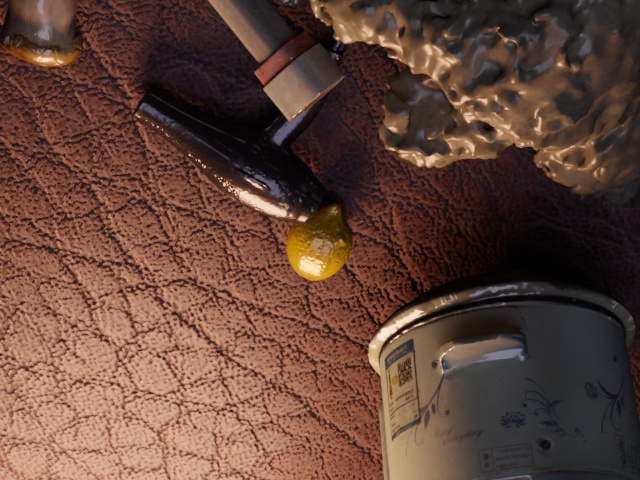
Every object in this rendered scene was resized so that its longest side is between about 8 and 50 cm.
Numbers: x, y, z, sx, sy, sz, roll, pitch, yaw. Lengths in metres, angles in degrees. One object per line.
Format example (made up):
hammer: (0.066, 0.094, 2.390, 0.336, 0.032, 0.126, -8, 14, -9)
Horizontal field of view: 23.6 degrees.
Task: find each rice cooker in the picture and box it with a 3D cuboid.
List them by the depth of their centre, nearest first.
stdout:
rice cooker: (0.182, 0.169, 1.483, 0.264, 0.316, 0.316, -13, 121, 18)

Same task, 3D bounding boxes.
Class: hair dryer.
hair dryer: (-0.043, -0.141, 1.427, 0.195, 0.075, 0.219, 33, 104, -10)

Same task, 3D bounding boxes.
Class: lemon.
lemon: (0.000, 0.000, 1.498, 0.065, 0.065, 0.092, 13, 125, -10)

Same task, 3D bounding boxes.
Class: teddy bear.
teddy bear: (0.212, -0.169, 1.341, 0.357, 0.224, 0.367, -31, 145, 3)

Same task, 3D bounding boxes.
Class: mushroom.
mushroom: (-0.226, -0.250, 1.335, 0.071, 0.084, 0.209, 5, 119, -30)

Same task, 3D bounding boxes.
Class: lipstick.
lipstick: (-0.059, -0.200, 1.368, 0.186, 0.057, 0.063, 52, 133, -2)

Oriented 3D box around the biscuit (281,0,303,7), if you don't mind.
biscuit: (-0.041, -0.309, 1.329, 0.121, 0.040, 0.199, -32, 117, 19)
